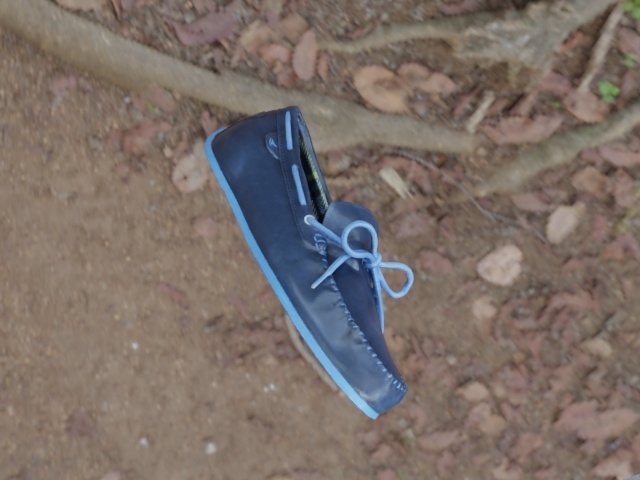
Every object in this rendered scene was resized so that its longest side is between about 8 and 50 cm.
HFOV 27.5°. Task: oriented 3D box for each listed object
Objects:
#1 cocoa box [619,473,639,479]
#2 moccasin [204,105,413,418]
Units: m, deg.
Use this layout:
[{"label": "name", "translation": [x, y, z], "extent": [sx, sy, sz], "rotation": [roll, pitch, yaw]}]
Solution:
[{"label": "cocoa box", "translation": [0.537, 0.486, 1.942], "extent": [0.347, 0.228, 0.231], "rotation": [-3, 97, -43]}, {"label": "moccasin", "translation": [0.000, 0.000, 1.220], "extent": [0.117, 0.342, 0.138], "rotation": [-31, 154, 3]}]
